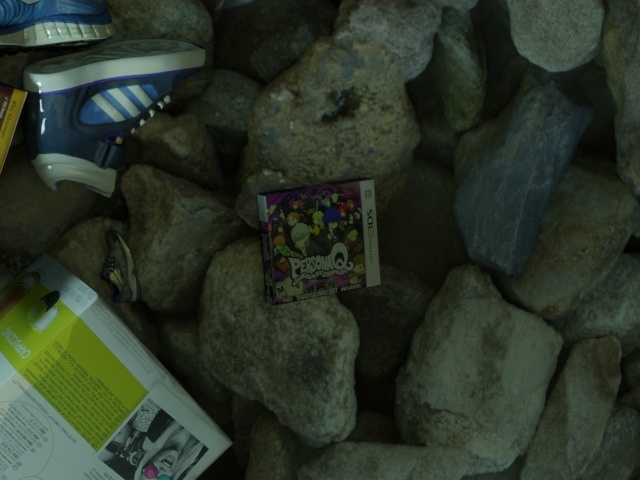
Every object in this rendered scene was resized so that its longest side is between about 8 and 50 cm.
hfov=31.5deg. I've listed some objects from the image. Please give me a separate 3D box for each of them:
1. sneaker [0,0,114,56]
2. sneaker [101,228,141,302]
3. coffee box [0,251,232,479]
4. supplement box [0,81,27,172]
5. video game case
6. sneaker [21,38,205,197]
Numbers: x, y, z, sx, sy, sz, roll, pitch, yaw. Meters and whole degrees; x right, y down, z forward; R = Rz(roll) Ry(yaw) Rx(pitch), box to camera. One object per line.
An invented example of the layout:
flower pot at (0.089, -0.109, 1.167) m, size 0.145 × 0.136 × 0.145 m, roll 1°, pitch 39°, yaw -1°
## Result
sneaker at (-0.494, -0.367, 1.779) m, size 0.330 × 0.130 × 0.147 m, roll -11°, pitch 94°, yaw -31°
sneaker at (-0.351, 0.048, 1.958) m, size 0.058 × 0.052 × 0.135 m, roll -18°, pitch 107°, yaw -19°
coffee box at (-0.416, 0.277, 1.805) m, size 0.334 × 0.337 × 0.338 m, roll -44°, pitch 116°, yaw -13°
supplement box at (-0.586, -0.175, 1.750) m, size 0.194 × 0.129 × 0.191 m, roll 18°, pitch 91°, yaw -29°
video game case at (0.000, 0.000, 2.132) m, size 0.232 × 0.042 × 0.210 m, roll -9°, pitch 102°, yaw -25°
sneaker at (-0.336, -0.196, 1.890) m, size 0.322 × 0.130 × 0.236 m, roll -17°, pitch 119°, yaw -30°
